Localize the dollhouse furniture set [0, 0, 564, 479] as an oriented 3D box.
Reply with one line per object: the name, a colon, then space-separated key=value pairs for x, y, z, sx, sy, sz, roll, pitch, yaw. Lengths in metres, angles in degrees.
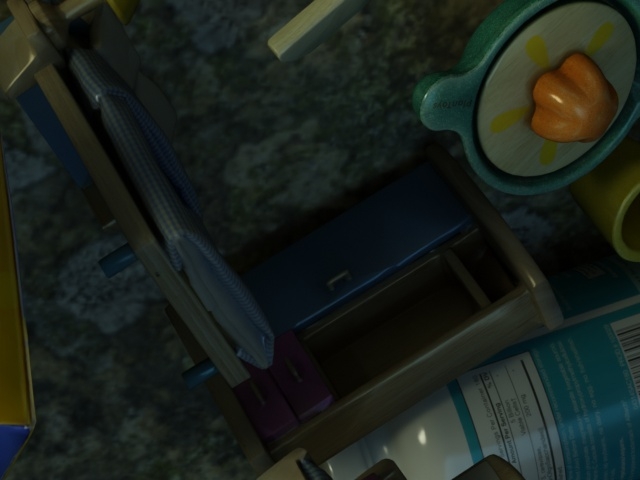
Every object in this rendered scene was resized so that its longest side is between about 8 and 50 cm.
dollhouse furniture set: x=0.000 y=0.000 z=0.952 sx=0.198 sy=0.286 sz=0.303 roll=-33 pitch=138 yaw=-2

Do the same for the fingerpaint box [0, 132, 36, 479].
fingerpaint box: x=-0.373 y=0.120 z=0.864 sx=0.371 sy=0.163 sz=0.445 roll=3 pitch=147 yaw=-25

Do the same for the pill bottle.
pill bottle: x=0.123 y=0.106 z=1.173 sx=0.264 sy=0.146 sz=0.146 roll=-17 pitch=130 yaw=-9

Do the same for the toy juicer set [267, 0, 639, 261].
toy juicer set: x=0.151 y=-0.119 z=1.021 sx=0.329 sy=0.089 sz=0.209 roll=24 pitch=105 yaw=-43
